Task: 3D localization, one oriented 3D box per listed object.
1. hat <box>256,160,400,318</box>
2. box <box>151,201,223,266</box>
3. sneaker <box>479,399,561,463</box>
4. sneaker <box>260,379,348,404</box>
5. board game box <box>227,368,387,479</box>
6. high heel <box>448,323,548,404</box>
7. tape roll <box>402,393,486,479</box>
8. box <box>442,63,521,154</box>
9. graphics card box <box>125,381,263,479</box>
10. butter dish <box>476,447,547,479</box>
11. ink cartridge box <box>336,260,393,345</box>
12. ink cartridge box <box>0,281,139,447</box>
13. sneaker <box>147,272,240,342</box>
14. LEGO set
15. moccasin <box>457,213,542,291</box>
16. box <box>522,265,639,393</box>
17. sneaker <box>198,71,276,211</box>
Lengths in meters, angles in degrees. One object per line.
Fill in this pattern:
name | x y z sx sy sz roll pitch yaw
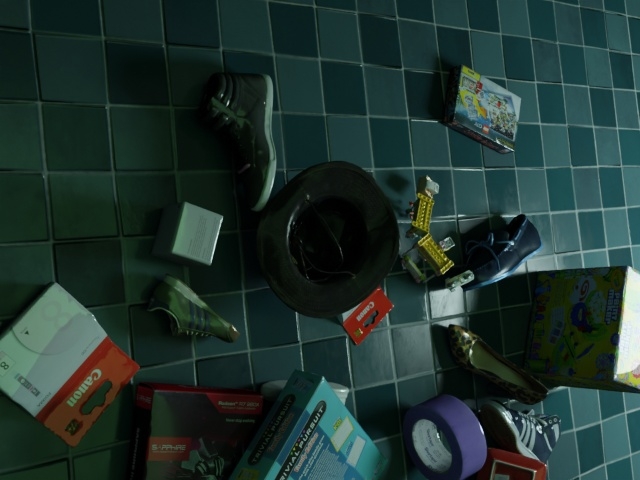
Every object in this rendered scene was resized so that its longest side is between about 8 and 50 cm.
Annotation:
hat | 0.000 0.000 1.518 0.331 0.134 0.331 1 88 -25
box | -0.254 -0.009 1.362 0.087 0.102 0.101 21 75 -33
sneaker | 0.517 0.464 1.835 0.153 0.099 0.282 -48 118 -23
sneaker | -0.033 0.345 1.496 0.212 0.080 0.094 12 90 -34
board game box | -0.013 0.457 1.424 0.254 0.079 0.336 -57 134 -28
high heel | 0.433 0.294 1.744 0.261 0.186 0.093 51 61 -19
tape roll | 0.278 0.451 1.622 0.080 0.189 0.189 -14 93 -34
box | 0.428 -0.342 1.892 0.233 0.044 0.159 19 75 -31
graphics card box | -0.241 0.458 1.328 0.232 0.094 0.371 12 80 -33
butter dish | 0.463 0.609 1.782 0.159 0.118 0.160 13 76 9
ink cartridge box | 0.088 0.125 1.616 0.145 0.045 0.179 -43 106 -29
ink cartridge box | -0.445 0.216 1.240 0.232 0.066 0.189 46 62 -17
sneaker | -0.250 0.154 1.376 0.192 0.064 0.086 45 71 -22
LEGO set | 0.245 -0.005 1.707 0.132 0.107 0.287 -10 72 -31
moccasin | 0.440 0.027 1.830 0.342 0.137 0.117 -28 97 -47
box | 0.715 0.234 1.886 0.177 0.279 0.290 22 74 -30
sneaker | -0.174 -0.205 1.441 0.146 0.104 0.296 5 77 -32
